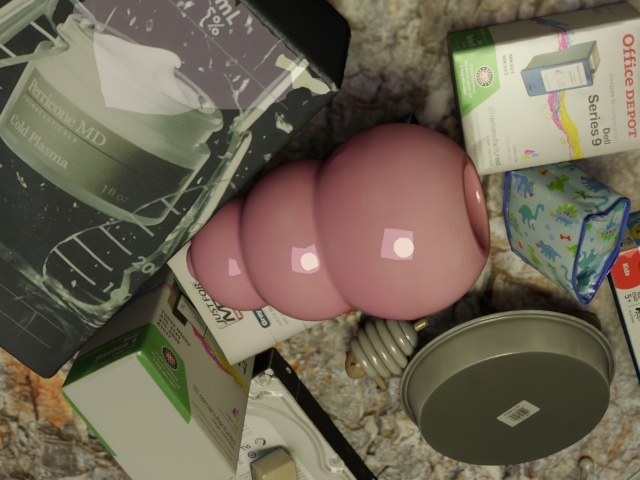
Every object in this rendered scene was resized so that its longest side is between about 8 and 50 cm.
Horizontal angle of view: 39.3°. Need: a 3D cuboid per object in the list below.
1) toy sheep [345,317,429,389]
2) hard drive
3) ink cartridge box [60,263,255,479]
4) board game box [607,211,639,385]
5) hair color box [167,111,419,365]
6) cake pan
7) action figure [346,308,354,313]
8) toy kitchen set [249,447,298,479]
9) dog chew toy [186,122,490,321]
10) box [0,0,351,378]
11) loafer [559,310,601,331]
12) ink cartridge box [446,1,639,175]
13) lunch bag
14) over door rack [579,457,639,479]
[{"bbox_3d":[0.090,0.144,1.211,0.132,0.091,0.091,-34,110,3],"label":"toy sheep"},{"bbox_3d":[-0.073,0.344,1.334,0.237,0.064,0.339,-28,112,17],"label":"hard drive"},{"bbox_3d":[-0.189,0.161,1.133,0.117,0.278,0.201,-27,111,13],"label":"ink cartridge box"},{"bbox_3d":[0.541,0.081,1.143,0.302,0.086,0.308,-19,114,13],"label":"board game box"},{"bbox_3d":[0.000,0.000,1.121,0.347,0.105,0.174,-27,101,16],"label":"hair color box"},{"bbox_3d":[0.254,0.209,1.199,0.293,0.054,0.293,-2,133,-3],"label":"cake pan"},{"bbox_3d":[0.048,0.066,1.203,0.038,0.030,0.115,45,115,2],"label":"action figure"},{"bbox_3d":[-0.157,0.362,1.281,0.207,0.166,0.122,-21,120,-26],"label":"toy kitchen set"},{"bbox_3d":[0.007,-0.005,0.965,0.332,0.206,0.206,-11,116,22],"label":"dog chew toy"},{"bbox_3d":[-0.299,-0.199,0.956,0.480,0.297,0.472,41,110,-15],"label":"box"},{"bbox_3d":[0.305,0.135,1.207,0.148,0.050,0.056,-13,115,11],"label":"loafer"},{"bbox_3d":[0.263,-0.174,1.034,0.212,0.093,0.154,-9,115,7],"label":"ink cartridge box"},{"bbox_3d":[0.289,-0.011,1.078,0.096,0.129,0.151,-22,134,-25],"label":"lunch bag"},{"bbox_3d":[0.489,0.404,1.309,0.324,0.108,0.239,-32,111,3],"label":"over door rack"}]
